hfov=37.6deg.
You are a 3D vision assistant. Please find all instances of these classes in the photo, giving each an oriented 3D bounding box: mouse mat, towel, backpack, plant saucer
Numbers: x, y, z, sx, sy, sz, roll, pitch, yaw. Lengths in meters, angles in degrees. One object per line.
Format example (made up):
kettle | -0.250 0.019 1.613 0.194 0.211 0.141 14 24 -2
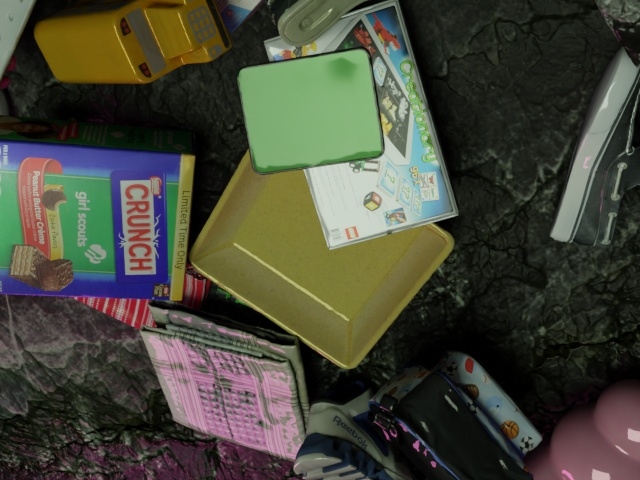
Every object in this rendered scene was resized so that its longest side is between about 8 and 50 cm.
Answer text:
mouse mat | -0.014 -0.174 1.280 0.189 0.007 0.153 -7 102 11
towel | -0.164 0.259 1.672 0.312 0.056 0.324 14 132 24
backpack | 0.197 0.296 1.487 0.277 0.213 0.263 53 163 -7
plant saucer | 0.000 0.000 1.477 0.332 0.081 0.333 34 127 -1
towel | -0.339 0.079 1.692 0.274 0.031 0.199 25 127 5

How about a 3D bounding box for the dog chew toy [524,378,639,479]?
dog chew toy | 0.433 0.348 1.457 0.206 0.207 0.332 30 118 2

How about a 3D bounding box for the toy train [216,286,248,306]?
toy train | -0.141 0.098 1.628 0.083 0.024 0.017 22 126 8

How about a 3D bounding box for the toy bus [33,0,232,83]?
toy bus | -0.267 -0.289 1.314 0.332 0.130 0.108 12 131 50

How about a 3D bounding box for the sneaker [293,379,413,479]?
sneaker | 0.079 0.348 1.638 0.127 0.182 0.315 -18 141 32

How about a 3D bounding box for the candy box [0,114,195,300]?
candy box | -0.363 -0.046 1.481 0.317 0.122 0.268 2 118 -12

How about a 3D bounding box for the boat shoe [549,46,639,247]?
boat shoe | 0.388 -0.110 1.237 0.102 0.108 0.301 15 129 10

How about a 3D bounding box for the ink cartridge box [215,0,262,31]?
ink cartridge box | -0.131 -0.378 1.286 0.143 0.090 0.092 44 126 -9

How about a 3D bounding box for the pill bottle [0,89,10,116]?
pill bottle | -0.695 -0.201 1.564 0.322 0.181 0.182 -2 119 23

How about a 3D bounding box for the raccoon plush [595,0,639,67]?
raccoon plush | 0.400 -0.399 1.005 0.299 0.216 0.446 -29 106 25

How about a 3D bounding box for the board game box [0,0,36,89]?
board game box | -0.530 -0.470 1.358 0.390 0.050 0.390 46 127 8

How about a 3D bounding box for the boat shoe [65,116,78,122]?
boat shoe | -0.445 -0.088 1.591 0.089 0.105 0.285 29 130 -8

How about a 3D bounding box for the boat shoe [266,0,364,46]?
boat shoe | 0.035 -0.349 1.224 0.233 0.079 0.084 -31 140 9

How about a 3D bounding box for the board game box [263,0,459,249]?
board game box | 0.060 -0.157 1.302 0.192 0.053 0.305 -15 100 13
